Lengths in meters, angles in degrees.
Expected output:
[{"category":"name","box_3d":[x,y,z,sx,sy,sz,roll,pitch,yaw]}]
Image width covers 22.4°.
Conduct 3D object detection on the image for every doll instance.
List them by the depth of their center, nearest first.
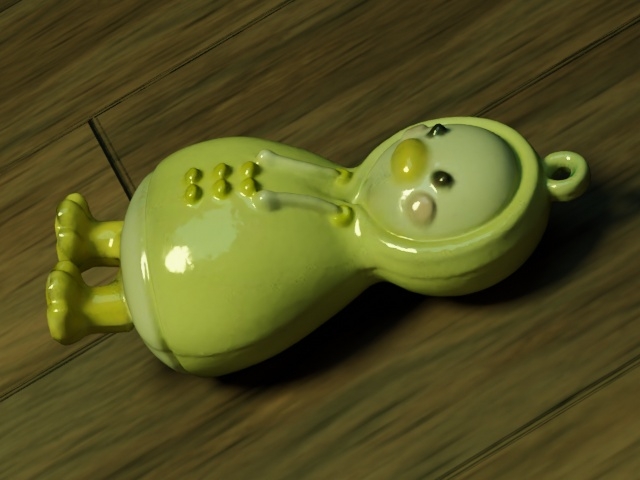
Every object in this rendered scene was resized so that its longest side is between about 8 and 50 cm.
[{"category":"doll","box_3d":[-0.004,-0.009,0.867,0.296,0.117,0.141,-18,40,15]}]
